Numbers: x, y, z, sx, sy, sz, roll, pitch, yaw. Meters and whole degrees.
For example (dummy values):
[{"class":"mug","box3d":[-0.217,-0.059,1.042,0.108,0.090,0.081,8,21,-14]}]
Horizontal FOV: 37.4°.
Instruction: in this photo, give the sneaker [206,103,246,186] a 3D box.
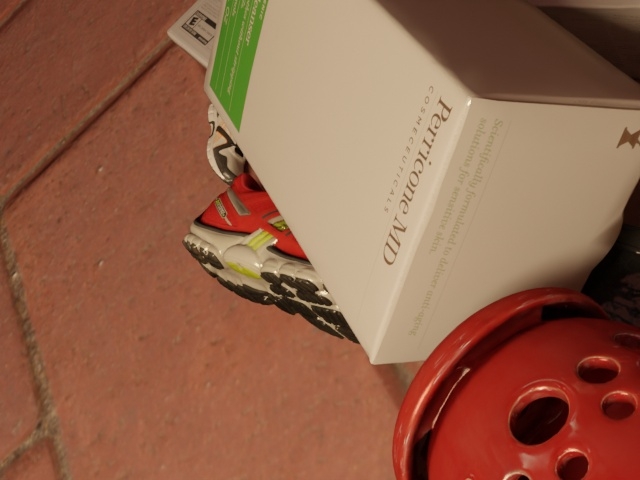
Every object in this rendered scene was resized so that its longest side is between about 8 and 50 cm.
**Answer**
[{"class":"sneaker","box3d":[-0.086,-0.102,0.933,0.043,0.040,0.109,-23,55,23]}]

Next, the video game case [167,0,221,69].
[{"class":"video game case","box3d":[-0.031,-0.238,0.961,0.206,0.026,0.227,-46,47,-2]}]

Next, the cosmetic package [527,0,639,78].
[{"class":"cosmetic package","box3d":[0.238,-0.166,0.688,0.239,0.099,0.060,14,73,40]}]

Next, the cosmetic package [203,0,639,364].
[{"class":"cosmetic package","box3d":[0.052,-0.104,0.688,0.365,0.155,0.197,57,139,48]}]

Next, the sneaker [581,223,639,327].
[{"class":"sneaker","box3d":[0.186,0.031,0.649,0.170,0.051,0.089,17,74,38]}]

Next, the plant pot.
[{"class":"plant pot","box3d":[0.148,0.129,0.534,0.191,0.191,0.174,-50,44,3]}]

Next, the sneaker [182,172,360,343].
[{"class":"sneaker","box3d":[0.000,0.000,0.776,0.279,0.107,0.118,19,69,39]}]
